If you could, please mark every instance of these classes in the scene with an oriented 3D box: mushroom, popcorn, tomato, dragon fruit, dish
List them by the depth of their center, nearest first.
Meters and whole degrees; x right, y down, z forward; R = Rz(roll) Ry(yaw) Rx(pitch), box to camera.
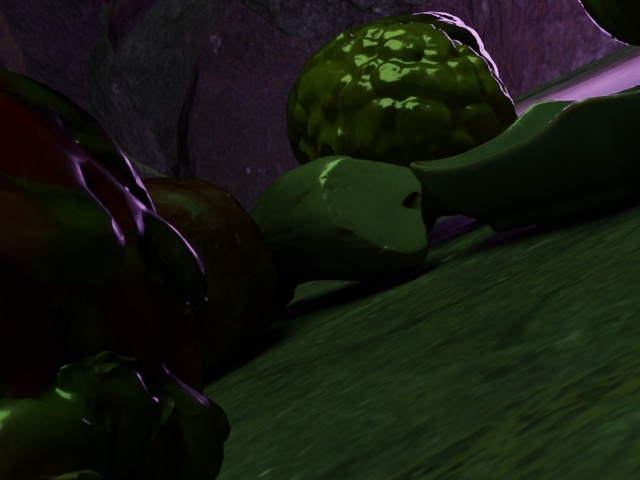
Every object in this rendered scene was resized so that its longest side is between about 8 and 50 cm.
[{"bbox_3d":[-0.161,0.064,0.409,0.231,0.237,0.303,-47,4,29],"label":"dragon fruit"},{"bbox_3d":[0.181,-0.064,0.931,0.151,0.077,0.212,-26,4,-30],"label":"dish"},{"bbox_3d":[-0.112,0.035,1.020,0.155,0.181,0.214,-8,9,-9],"label":"tomato"},{"bbox_3d":[-0.005,-0.007,1.073,0.247,0.108,0.096,-21,32,52],"label":"mushroom"},{"bbox_3d":[0.067,-0.085,1.171,0.203,0.226,0.200,-56,-14,-5],"label":"popcorn"}]

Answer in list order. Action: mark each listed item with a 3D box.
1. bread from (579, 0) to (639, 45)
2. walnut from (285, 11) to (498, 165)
[{"bbox_3d":[0.302,-0.233,0.854,0.333,0.160,0.333,-20,1,0],"label":"bread"},{"bbox_3d":[0.094,-0.157,1.626,0.283,0.227,0.283,-40,-25,-24],"label":"walnut"}]
